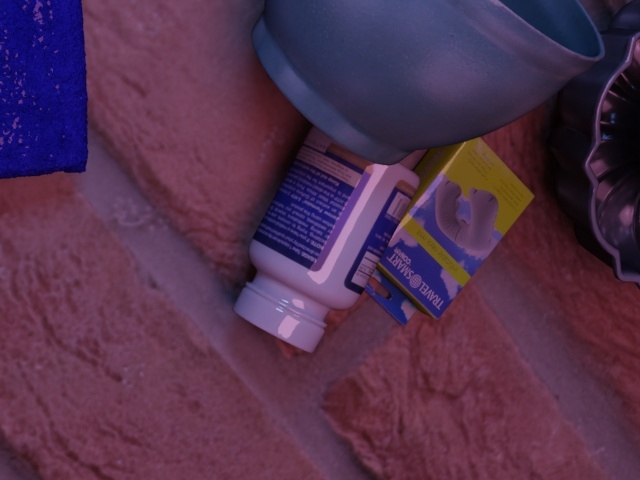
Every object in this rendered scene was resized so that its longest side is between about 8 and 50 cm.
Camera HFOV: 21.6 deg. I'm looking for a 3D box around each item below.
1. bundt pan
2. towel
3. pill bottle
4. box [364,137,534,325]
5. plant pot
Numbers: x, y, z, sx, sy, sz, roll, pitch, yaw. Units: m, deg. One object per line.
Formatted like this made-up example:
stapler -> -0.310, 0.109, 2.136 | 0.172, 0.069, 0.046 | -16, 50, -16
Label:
bundt pan -> 0.361, -0.103, 1.669 | 0.331, 0.124, 0.331 | -8, 107, -27
towel -> -0.289, -0.189, 1.308 | 0.228, 0.076, 0.308 | -9, 109, -26
pill bottle -> 0.000, 0.000, 1.505 | 0.112, 0.112, 0.186 | 29, 89, -32
box -> 0.112, -0.010, 1.606 | 0.109, 0.042, 0.178 | 43, 81, -31
plant pot -> 0.066, -0.189, 1.411 | 0.293, 0.293, 0.196 | 30, 115, -32
